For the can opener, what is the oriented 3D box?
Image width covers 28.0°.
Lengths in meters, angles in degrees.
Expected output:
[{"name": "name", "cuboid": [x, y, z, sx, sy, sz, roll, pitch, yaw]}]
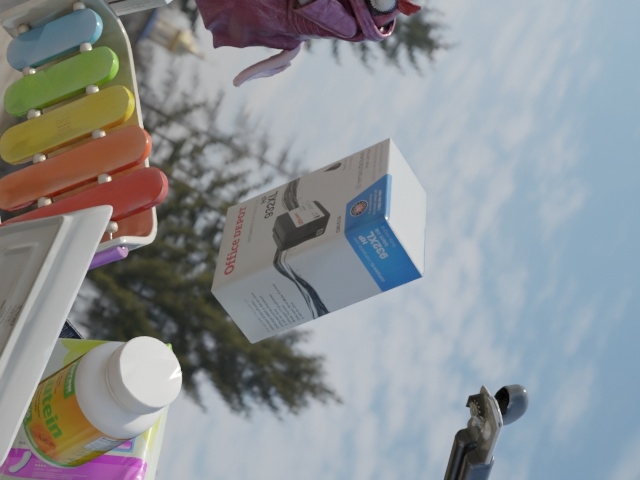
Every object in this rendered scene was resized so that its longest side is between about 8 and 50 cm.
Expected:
[{"name": "can opener", "cuboid": [0.248, 0.309, 1.893, 0.283, 0.095, 0.076, 96, -20, -50]}]

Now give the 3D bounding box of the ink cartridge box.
[{"name": "ink cartridge box", "cuboid": [0.000, 0.000, 1.993, 0.307, 0.129, 0.223, -23, -147, 21]}]

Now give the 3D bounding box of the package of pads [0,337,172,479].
[{"name": "package of pads", "cuboid": [-0.363, 0.293, 1.999, 0.101, 0.229, 0.297, 87, 9, -49]}]

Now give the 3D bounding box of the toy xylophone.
[{"name": "toy xylophone", "cuboid": [-0.276, -0.095, 1.334, 0.236, 0.081, 0.323, -26, -114, 15]}]

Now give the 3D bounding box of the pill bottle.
[{"name": "pill bottle", "cuboid": [-0.304, 0.222, 1.793, 0.245, 0.136, 0.136, -31, -150, 42]}]

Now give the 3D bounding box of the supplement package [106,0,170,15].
[{"name": "supplement package", "cuboid": [-0.231, -0.381, 1.393, 0.139, 0.244, 0.134, -5, -151, 32]}]

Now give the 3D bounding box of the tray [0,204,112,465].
[{"name": "tray", "cuboid": [-0.283, 0.076, 1.110, 0.145, 0.030, 0.270, -8, -132, 32]}]

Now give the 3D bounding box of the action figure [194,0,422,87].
[{"name": "action figure", "cuboid": [-0.015, -0.317, 1.784, 0.248, 0.370, 0.276, -33, 125, -45]}]

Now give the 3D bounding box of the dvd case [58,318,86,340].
[{"name": "dvd case", "cuboid": [-0.554, 0.164, 2.355, 0.164, 0.221, 0.018, -35, -153, 1]}]
